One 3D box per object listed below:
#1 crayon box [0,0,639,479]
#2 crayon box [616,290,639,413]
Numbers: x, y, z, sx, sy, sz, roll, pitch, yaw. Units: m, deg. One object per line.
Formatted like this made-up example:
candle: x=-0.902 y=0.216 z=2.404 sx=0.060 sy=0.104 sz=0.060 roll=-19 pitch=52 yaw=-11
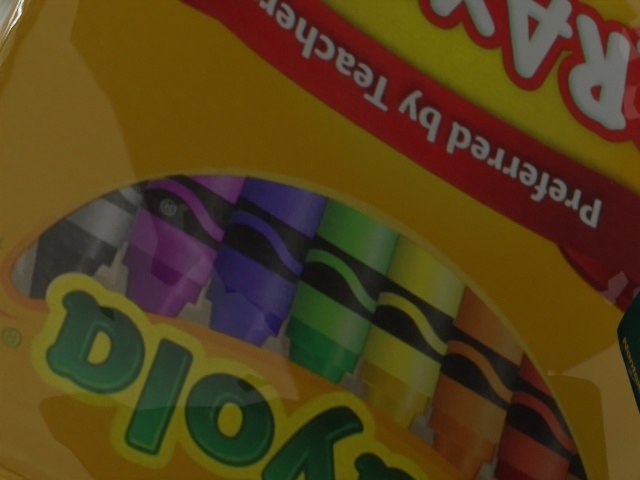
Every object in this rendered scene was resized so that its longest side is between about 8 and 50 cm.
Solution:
crayon box: x=0.000 y=0.000 z=0.488 sx=0.202 sy=0.081 sz=0.318 roll=31 pitch=-122 yaw=-21
crayon box: x=0.145 y=0.103 z=0.329 sx=0.165 sy=0.081 sz=0.278 roll=103 pitch=153 yaw=-67
